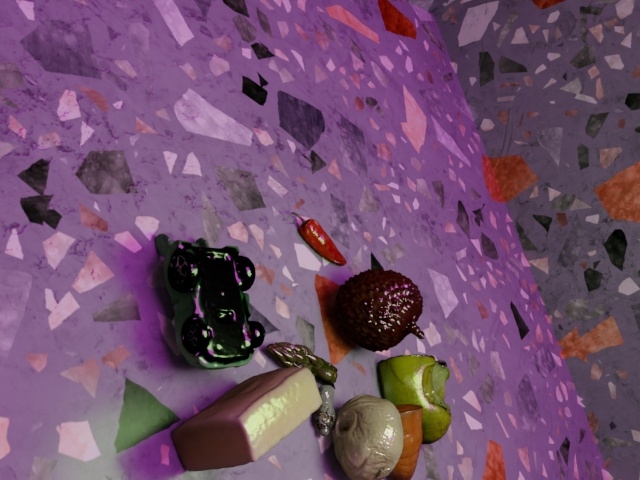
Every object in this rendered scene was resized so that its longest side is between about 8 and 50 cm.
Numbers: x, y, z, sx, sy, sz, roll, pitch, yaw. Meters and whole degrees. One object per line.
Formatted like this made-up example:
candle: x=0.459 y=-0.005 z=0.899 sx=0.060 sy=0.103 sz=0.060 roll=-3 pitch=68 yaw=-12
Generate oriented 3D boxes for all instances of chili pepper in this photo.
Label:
chili pepper: x=0.000 y=0.000 z=2.138 sx=0.272 sy=0.063 sz=0.071 roll=47 pitch=52 yaw=-25

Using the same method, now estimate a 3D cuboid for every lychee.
lychee: x=0.190 y=0.214 z=2.059 sx=0.300 sy=0.264 sz=0.264 roll=28 pitch=36 yaw=12

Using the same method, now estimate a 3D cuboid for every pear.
pear: x=0.308 y=0.500 z=2.122 sx=0.238 sy=0.164 sz=0.255 roll=29 pitch=50 yaw=-40

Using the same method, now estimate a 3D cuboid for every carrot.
carrot: x=0.227 y=0.599 z=1.977 sx=0.159 sy=0.159 sz=0.225 roll=0 pitch=87 yaw=-50

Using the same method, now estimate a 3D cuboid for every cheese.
cheese: x=-0.165 y=0.402 z=1.534 sx=0.265 sy=0.242 sz=0.124 roll=-26 pitch=89 yaw=-53

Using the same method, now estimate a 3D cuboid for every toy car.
toy car: x=-0.276 y=0.137 z=1.632 sx=0.213 sy=0.176 sz=0.358 roll=5 pitch=68 yaw=-48

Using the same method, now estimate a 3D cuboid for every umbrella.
umbrella: x=0.012 y=0.471 z=1.869 sx=0.067 sy=0.062 sz=0.143 roll=67 pitch=20 yaw=-54

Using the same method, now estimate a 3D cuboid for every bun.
bun: x=0.113 y=0.540 z=1.838 sx=0.153 sy=0.244 sz=0.244 roll=18 pitch=53 yaw=-20

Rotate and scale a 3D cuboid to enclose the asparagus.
asparagus: x=-0.037 y=0.340 z=1.869 sx=0.287 sy=0.080 sz=0.080 roll=30 pitch=47 yaw=-31
